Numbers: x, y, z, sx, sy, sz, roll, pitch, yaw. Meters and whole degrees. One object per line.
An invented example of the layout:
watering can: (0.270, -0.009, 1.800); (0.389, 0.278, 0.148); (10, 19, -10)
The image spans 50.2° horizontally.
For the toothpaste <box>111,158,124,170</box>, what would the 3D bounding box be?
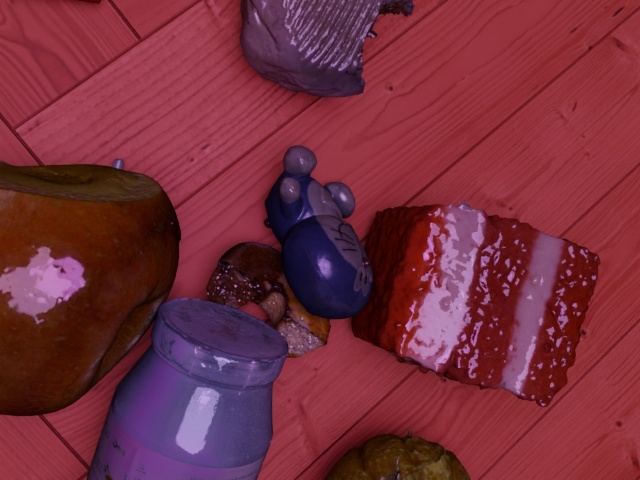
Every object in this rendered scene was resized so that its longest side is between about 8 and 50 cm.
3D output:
toothpaste: (-0.349, -0.018, 1.092); (0.060, 0.038, 0.233); (14, 89, -11)

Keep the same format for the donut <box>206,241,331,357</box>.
donut: (-0.083, 0.095, 1.119); (0.217, 0.141, 0.085); (41, 118, -9)

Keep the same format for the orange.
orange: (0.134, 0.460, 1.133); (0.301, 0.223, 0.300); (23, 99, -14)

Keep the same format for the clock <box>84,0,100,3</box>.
clock: (-0.415, -0.433, 1.061); (0.155, 0.061, 0.113); (3, 89, -19)

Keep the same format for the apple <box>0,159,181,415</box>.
apple: (-0.393, 0.034, 0.929); (0.374, 0.374, 0.384); (41, 62, -12)

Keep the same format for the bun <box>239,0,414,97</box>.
bun: (-0.014, -0.373, 1.103); (0.282, 0.205, 0.281); (-5, 103, -25)

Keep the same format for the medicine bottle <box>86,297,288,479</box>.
medicine bottle: (-0.183, 0.253, 0.998); (0.245, 0.245, 0.289); (17, 100, -15)

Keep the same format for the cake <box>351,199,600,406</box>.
cake: (0.234, 0.095, 1.136); (0.320, 0.269, 0.269); (18, 84, -15)

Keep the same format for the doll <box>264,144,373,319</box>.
doll: (0.000, 0.000, 1.090); (0.154, 0.228, 0.258); (-34, 56, 9)
